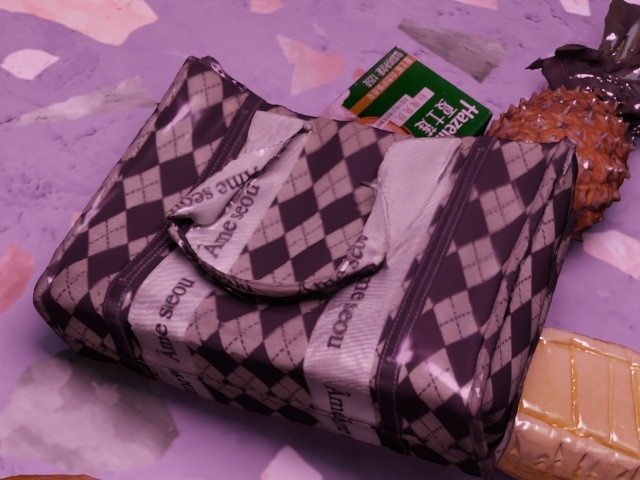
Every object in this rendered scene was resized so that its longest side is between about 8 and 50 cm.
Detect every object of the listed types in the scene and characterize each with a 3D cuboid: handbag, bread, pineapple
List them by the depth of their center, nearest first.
[{"bbox_3d":[0.000,0.000,1.113,0.416,0.180,0.317,13,61,19],"label":"handbag"},{"bbox_3d":[0.250,0.167,1.140,0.236,0.106,0.140,16,55,2],"label":"bread"},{"bbox_3d":[0.293,-0.146,1.337,0.165,0.165,0.364,32,51,12],"label":"pineapple"}]

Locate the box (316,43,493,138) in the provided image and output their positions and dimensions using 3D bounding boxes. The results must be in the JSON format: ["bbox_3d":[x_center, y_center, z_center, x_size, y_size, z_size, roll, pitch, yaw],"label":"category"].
[{"bbox_3d":[0.068,-0.095,1.301,0.135,0.081,0.199,36,61,15],"label":"box"}]

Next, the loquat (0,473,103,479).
[{"bbox_3d":[-0.160,0.317,0.863,0.359,0.328,0.328,-12,59,-30],"label":"loquat"}]
